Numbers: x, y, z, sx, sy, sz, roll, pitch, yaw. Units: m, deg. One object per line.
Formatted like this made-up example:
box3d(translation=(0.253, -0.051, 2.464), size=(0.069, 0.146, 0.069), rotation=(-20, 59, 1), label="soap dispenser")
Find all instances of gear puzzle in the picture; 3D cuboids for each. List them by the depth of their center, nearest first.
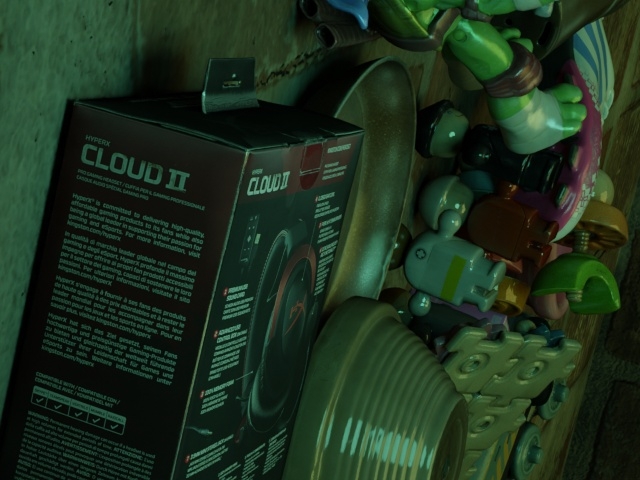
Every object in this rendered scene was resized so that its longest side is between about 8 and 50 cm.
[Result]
box3d(translation=(0.092, 0.186, 1.590), size=(0.175, 0.044, 0.339), rotation=(9, 132, -40), label="gear puzzle")

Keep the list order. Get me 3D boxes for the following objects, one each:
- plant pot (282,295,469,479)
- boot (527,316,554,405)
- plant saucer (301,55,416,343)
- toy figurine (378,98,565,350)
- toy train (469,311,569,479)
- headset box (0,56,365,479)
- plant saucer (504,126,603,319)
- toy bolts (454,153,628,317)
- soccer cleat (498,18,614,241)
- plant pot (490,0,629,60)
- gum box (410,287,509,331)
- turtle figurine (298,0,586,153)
box3d(translation=(0.053, 0.170, 1.375), size=(0.237, 0.110, 0.237), rotation=(12, 90, -73), label="plant pot")
box3d(translation=(0.225, 0.152, 1.851), size=(0.099, 0.045, 0.121), rotation=(-54, 148, -55), label="boot")
box3d(translation=(0.000, 0.000, 1.335), size=(0.310, 0.050, 0.310), rotation=(16, 90, -75), label="plant saucer")
box3d(translation=(0.127, -0.003, 1.605), size=(0.209, 0.148, 0.213), rotation=(-60, 162, -22), label="toy figurine")
box3d(translation=(0.200, 0.234, 2.105), size=(0.334, 0.142, 0.190), rotation=(-67, 151, -16), label="toy train")
box3d(translation=(-0.077, 0.036, 1.002), size=(0.218, 0.110, 0.293), rotation=(-21, 126, -70), label="headset box")
box3d(translation=(0.284, -0.070, 2.094), size=(0.332, 0.084, 0.332), rotation=(10, 90, -74), label="plant saucer")
box3d(translation=(0.205, -0.019, 1.864), size=(0.228, 0.218, 0.158), rotation=(24, 67, -42), label="toy bolts")
box3d(translation=(0.266, -0.137, 1.788), size=(0.143, 0.116, 0.331), rotation=(30, 56, -45), label="soccer cleat")
box3d(translation=(0.201, -0.251, 1.582), size=(0.165, 0.167, 0.167), rotation=(-45, 148, -44), label="plant pot")
box3d(translation=(0.150, 0.121, 1.845), size=(0.188, 0.107, 0.062), rotation=(68, 41, -66), label="gum box")
box3d(translation=(0.132, -0.209, 1.241), size=(0.274, 0.198, 0.266), rotation=(-62, 144, -19), label="turtle figurine")
